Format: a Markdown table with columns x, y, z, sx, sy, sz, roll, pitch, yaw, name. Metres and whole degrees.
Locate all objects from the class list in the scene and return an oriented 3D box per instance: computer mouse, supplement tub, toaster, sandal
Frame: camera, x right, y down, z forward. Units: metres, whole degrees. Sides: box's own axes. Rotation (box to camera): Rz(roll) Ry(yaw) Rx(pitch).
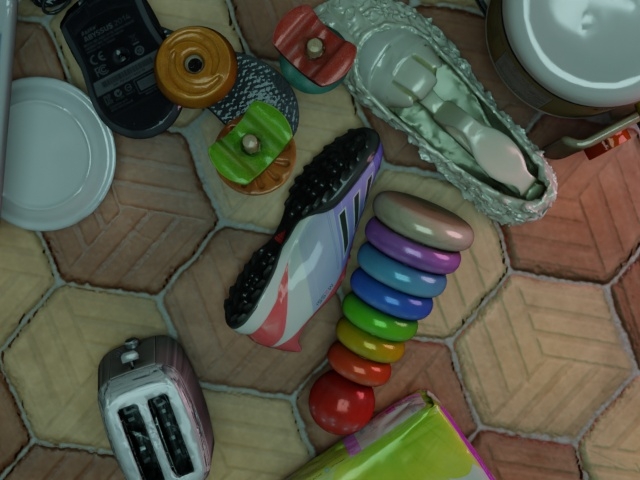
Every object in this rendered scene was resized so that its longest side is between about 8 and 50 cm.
| x | y | z | sx | sy | sz | roll | pitch | yaw | name |
| --- | --- | --- | --- | --- | --- | --- | --- | --- | --- |
| -0.244 | -0.247 | 1.853 | 0.188 | 0.072 | 0.272 | -23 | 76 | 3 | computer mouse |
| 0.317 | -0.264 | 1.760 | 0.228 | 0.316 | 0.228 | 0 | 91 | 1 | supplement tub |
| -0.213 | 0.242 | 1.922 | 0.129 | 0.146 | 0.227 | -17 | 100 | -1 | toaster |
| -0.138 | -0.209 | 1.908 | 0.254 | 0.054 | 0.097 | 29 | 89 | 1 | sandal |

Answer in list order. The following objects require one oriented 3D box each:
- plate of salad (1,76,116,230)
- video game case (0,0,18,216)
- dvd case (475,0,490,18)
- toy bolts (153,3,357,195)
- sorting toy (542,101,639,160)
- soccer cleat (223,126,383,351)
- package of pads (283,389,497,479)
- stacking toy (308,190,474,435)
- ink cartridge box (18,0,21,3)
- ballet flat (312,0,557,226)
| x | y | z | sx | sy | sz | roll | pitch | yaw | name |
| --- | --- | --- | --- | --- | --- | --- | --- | --- | --- |
| -0.360 | -0.112 | 1.903 | 0.199 | 0.048 | 0.200 | 1 | 99 | 6 | plate of salad |
| -0.527 | -0.156 | 1.783 | 0.299 | 0.036 | 0.329 | 9 | 107 | 2 | video game case |
| 0.298 | -0.332 | 1.931 | 0.180 | 0.022 | 0.253 | -33 | 100 | 1 | dvd case |
| -0.073 | -0.191 | 1.809 | 0.228 | 0.158 | 0.218 | -43 | 85 | -3 | toy bolts |
| 0.404 | -0.151 | 1.825 | 0.229 | 0.307 | 0.041 | -24 | 89 | 1 | sorting toy |
| 0.000 | 0.000 | 1.932 | 0.116 | 0.108 | 0.318 | 31 | 94 | -29 | soccer cleat |
| 0.088 | 0.366 | 1.987 | 0.296 | 0.101 | 0.229 | -35 | 102 | 1 | package of pads |
| 0.080 | 0.108 | 1.939 | 0.141 | 0.141 | 0.330 | 20 | 103 | -7 | stacking toy |
| -0.399 | -0.386 | 1.804 | 0.212 | 0.093 | 0.154 | -44 | 131 | 5 | ink cartridge box |
| 0.159 | -0.176 | 1.891 | 0.409 | 0.147 | 0.147 | 41 | 94 | -9 | ballet flat |
